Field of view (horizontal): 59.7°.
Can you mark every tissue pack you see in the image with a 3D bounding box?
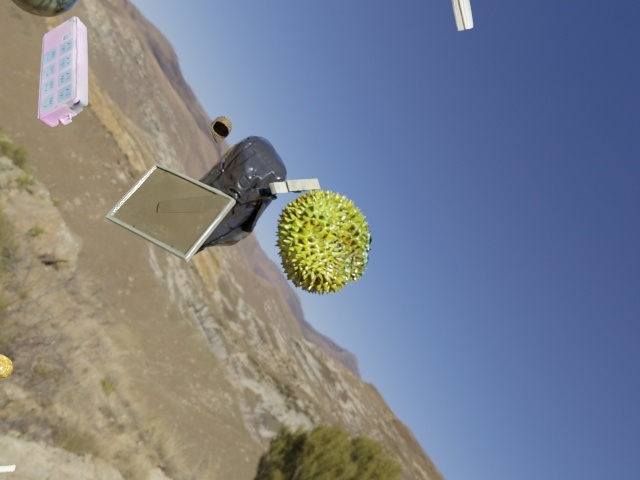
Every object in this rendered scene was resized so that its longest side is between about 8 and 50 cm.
[{"bbox_3d":[0.229,-0.402,0.917,0.056,0.023,0.108,-46,124,-58],"label":"tissue pack"}]

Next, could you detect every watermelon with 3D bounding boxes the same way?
[{"bbox_3d":[-0.739,-0.700,1.472,0.212,0.212,0.212,59,-9,16],"label":"watermelon"}]

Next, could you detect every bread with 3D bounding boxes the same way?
[{"bbox_3d":[-0.667,0.253,1.120,0.083,0.110,0.044,36,47,-35],"label":"bread"}]

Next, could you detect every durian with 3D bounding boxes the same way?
[{"bbox_3d":[-0.002,-0.001,1.389,0.224,0.291,0.291,6,-51,44],"label":"durian"}]

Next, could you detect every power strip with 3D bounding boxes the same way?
[{"bbox_3d":[-0.569,-0.376,1.237,0.037,0.109,0.279,42,31,-57],"label":"power strip"}]

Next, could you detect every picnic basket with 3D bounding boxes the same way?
[{"bbox_3d":[-0.327,-0.358,1.812,0.083,0.072,0.072,-66,146,-42],"label":"picnic basket"}]

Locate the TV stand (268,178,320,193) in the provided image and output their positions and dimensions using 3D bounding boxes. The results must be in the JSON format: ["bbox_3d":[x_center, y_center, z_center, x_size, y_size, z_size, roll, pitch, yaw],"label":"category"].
[{"bbox_3d":[-0.077,-0.167,1.724,0.249,0.042,0.036,-14,89,-60],"label":"TV stand"}]

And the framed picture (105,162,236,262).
[{"bbox_3d":[-0.352,-0.075,1.301,0.259,0.189,0.023,24,-26,21],"label":"framed picture"}]

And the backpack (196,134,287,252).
[{"bbox_3d":[-0.298,-0.134,1.839,0.255,0.445,0.363,49,7,-10],"label":"backpack"}]

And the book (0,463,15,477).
[{"bbox_3d":[-0.902,0.551,1.276,0.310,0.217,0.021,15,54,-42],"label":"book"}]
